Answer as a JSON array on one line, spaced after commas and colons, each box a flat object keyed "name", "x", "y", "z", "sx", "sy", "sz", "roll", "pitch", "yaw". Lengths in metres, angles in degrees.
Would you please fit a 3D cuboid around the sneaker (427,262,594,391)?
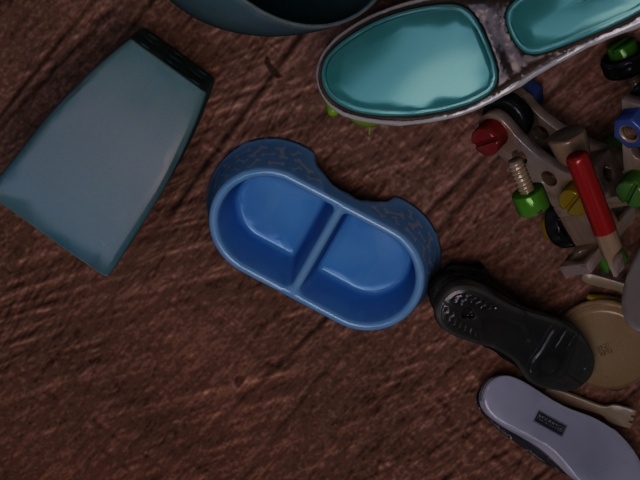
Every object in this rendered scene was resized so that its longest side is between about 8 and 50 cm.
[{"name": "sneaker", "x": 0.219, "y": 0.093, "z": 1.997, "sx": 0.227, "sy": 0.130, "sz": 0.087, "roll": 26, "pitch": 106, "yaw": -20}]

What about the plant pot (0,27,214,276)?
[{"name": "plant pot", "x": -0.232, "y": -0.114, "z": 1.945, "sx": 0.166, "sy": 0.165, "sz": 0.234, "roll": 36, "pitch": 103, "yaw": -7}]

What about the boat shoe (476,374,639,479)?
[{"name": "boat shoe", "x": 0.285, "y": 0.240, "z": 2.057, "sx": 0.228, "sy": 0.076, "sz": 0.080, "roll": 30, "pitch": 79, "yaw": -3}]

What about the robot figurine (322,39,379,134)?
[{"name": "robot figurine", "x": 0.047, "y": -0.179, "z": 1.928, "sx": 0.101, "sy": 0.067, "sz": 0.115, "roll": -28, "pitch": 105, "yaw": 10}]

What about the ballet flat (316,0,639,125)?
[{"name": "ballet flat", "x": 0.194, "y": -0.226, "z": 1.854, "sx": 0.400, "sy": 0.139, "sz": 0.139, "roll": -20, "pitch": 107, "yaw": 15}]

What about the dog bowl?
[{"name": "dog bowl", "x": 0.000, "y": 0.000, "z": 2.001, "sx": 0.297, "sy": 0.074, "sz": 0.166, "roll": 28, "pitch": 112, "yaw": -4}]

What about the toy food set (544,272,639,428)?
[{"name": "toy food set", "x": 0.345, "y": 0.122, "z": 2.026, "sx": 0.132, "sy": 0.038, "sz": 0.192, "roll": 19, "pitch": 121, "yaw": 7}]

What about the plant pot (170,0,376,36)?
[{"name": "plant pot", "x": -0.086, "y": -0.340, "z": 1.799, "sx": 0.195, "sy": 0.290, "sz": 0.290, "roll": -16, "pitch": 113, "yaw": 52}]

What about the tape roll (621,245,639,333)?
[{"name": "tape roll", "x": 0.473, "y": 0.044, "z": 1.852, "sx": 0.169, "sy": 0.246, "sz": 0.246, "roll": 36, "pitch": 112, "yaw": -16}]

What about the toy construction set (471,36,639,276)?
[{"name": "toy construction set", "x": 0.310, "y": -0.049, "z": 1.832, "sx": 0.257, "sy": 0.309, "sz": 0.237, "roll": -15, "pitch": 113, "yaw": 22}]
